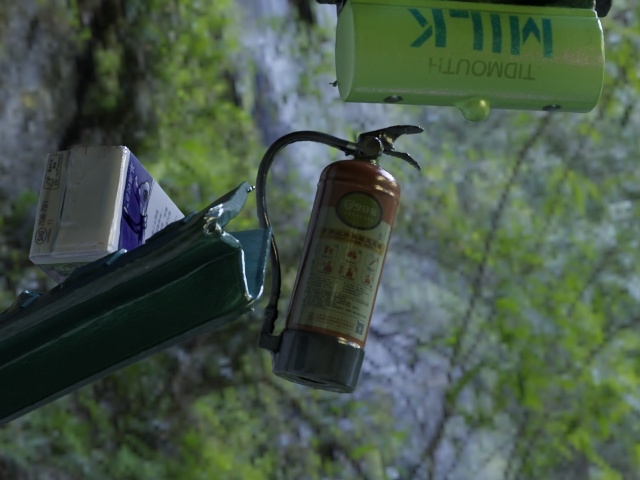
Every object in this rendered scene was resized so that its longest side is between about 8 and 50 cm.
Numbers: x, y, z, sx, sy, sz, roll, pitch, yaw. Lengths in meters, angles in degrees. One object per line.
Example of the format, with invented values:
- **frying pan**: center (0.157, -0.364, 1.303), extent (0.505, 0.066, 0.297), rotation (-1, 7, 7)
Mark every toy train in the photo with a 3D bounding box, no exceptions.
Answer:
- **toy train**: center (0.120, -0.170, 1.294), extent (0.253, 0.157, 0.105), rotation (1, -17, -13)

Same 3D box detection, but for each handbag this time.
- **handbag**: center (-0.197, 0.064, 1.389), extent (0.326, 0.089, 0.238), rotation (-27, 9, 8)

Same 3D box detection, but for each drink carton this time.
- **drink carton**: center (-0.227, 0.004, 1.805), extent (0.101, 0.134, 0.222), rotation (-6, -27, 18)

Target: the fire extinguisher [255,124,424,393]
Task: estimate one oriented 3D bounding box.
- **fire extinguisher**: center (0.006, -0.001, 2.104), extent (0.200, 0.376, 0.113), rotation (20, -14, -20)
